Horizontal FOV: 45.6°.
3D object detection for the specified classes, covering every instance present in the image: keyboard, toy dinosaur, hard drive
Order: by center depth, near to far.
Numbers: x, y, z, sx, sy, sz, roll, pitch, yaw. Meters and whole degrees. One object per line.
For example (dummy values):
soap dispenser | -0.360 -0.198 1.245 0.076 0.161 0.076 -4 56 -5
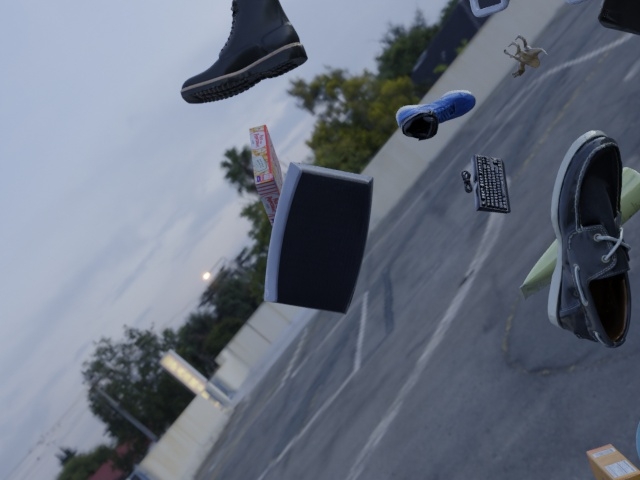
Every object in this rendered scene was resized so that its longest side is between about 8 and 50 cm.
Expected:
hard drive | 0.000 0.000 1.344 0.054 0.172 0.255 -138 59 -80
keyboard | 0.378 -0.134 1.755 0.023 0.108 0.180 96 180 -46
toy dinosaur | 0.521 -0.474 1.921 0.053 0.092 0.183 -47 1 -12

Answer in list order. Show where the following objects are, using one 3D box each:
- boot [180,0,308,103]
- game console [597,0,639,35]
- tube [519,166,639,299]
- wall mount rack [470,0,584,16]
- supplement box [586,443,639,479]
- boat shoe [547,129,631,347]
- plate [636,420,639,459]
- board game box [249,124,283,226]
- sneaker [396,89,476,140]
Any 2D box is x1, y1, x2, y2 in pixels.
boot | -0.134 -0.299 1.153 0.198 0.137 0.077 -21 -3 1
game console | 0.690 -0.401 1.369 0.213 0.361 0.044 22 -94 -75
tube | 0.385 -0.003 1.123 0.240 0.070 0.062 -44 25 2
wall mount rack | 0.329 -0.527 1.220 0.350 0.304 0.130 -14 7 -23
supplement box | 0.770 0.609 1.981 0.080 0.078 0.233 -19 2 5
boat shoe | 0.286 0.002 0.774 0.084 0.233 0.079 -19 29 -22
plate | 0.686 0.382 1.421 0.188 0.188 0.024 -50 -9 -10
board game box | -0.121 -0.152 1.779 0.045 0.193 0.147 -14 -41 4
sneaker | 0.220 -0.229 1.414 0.152 0.058 0.085 -12 34 5
